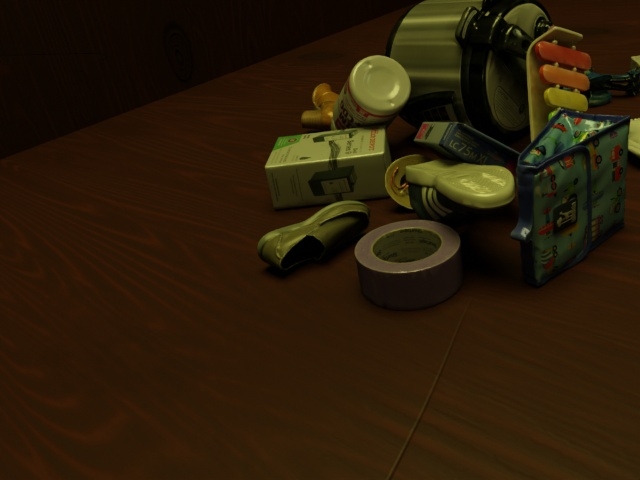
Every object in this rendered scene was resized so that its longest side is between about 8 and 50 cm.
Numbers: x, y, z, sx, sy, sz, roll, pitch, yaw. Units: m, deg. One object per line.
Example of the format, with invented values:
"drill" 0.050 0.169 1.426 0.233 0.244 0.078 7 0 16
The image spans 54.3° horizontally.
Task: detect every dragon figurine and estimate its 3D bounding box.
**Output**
"dragon figurine" 0.774 -0.434 1.773 0.289 0.085 0.144 -19 28 -16

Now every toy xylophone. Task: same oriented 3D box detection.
"toy xylophone" 0.569 -0.325 1.446 0.236 0.322 0.081 -10 2 -36

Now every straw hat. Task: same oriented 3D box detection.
"straw hat" 0.212 -0.123 1.427 0.145 0.144 0.061 -18 -14 -13

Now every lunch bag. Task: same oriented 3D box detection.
"lunch bag" 0.413 -0.074 1.092 0.138 0.220 0.293 17 39 42

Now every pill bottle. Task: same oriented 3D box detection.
"pill bottle" 0.123 -0.358 1.676 0.161 0.160 0.283 -20 -9 -16

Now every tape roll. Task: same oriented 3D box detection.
"tape roll" 0.160 0.041 1.128 0.189 0.080 0.189 -9 27 4

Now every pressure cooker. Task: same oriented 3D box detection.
"pressure cooker" 0.422 -0.463 1.654 0.370 0.375 0.421 -28 31 -35

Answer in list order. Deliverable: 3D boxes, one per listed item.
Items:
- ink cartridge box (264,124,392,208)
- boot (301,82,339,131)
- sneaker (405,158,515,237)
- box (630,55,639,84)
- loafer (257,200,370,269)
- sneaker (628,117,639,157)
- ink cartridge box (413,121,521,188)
"ink cartridge box" 0.029 -0.188 1.557 0.290 0.121 0.211 -6 29 10
"boot" 0.073 -0.434 2.044 0.212 0.104 0.295 3 36 15
"sneaker" 0.265 -0.064 1.181 0.131 0.148 0.350 -11 14 -7
"box" 0.957 -0.460 1.775 0.067 0.063 0.324 -6 28 13
"loafer" 0.000 0.000 1.271 0.251 0.094 0.087 -25 42 -14
"sneaker" 0.719 -0.253 1.429 0.080 0.094 0.212 23 21 -29
"ink cartridge box" 0.320 -0.184 1.318 0.186 0.065 0.311 28 5 -9
